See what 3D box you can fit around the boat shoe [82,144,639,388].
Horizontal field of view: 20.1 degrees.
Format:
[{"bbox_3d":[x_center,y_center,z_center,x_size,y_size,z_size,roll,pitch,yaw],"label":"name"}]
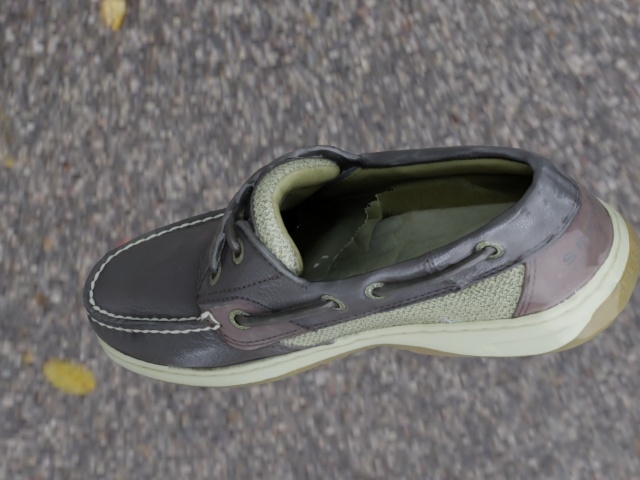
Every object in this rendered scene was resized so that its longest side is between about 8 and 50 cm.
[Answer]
[{"bbox_3d":[0.000,0.001,0.644,0.223,0.080,0.073,-5,138,33],"label":"boat shoe"}]
